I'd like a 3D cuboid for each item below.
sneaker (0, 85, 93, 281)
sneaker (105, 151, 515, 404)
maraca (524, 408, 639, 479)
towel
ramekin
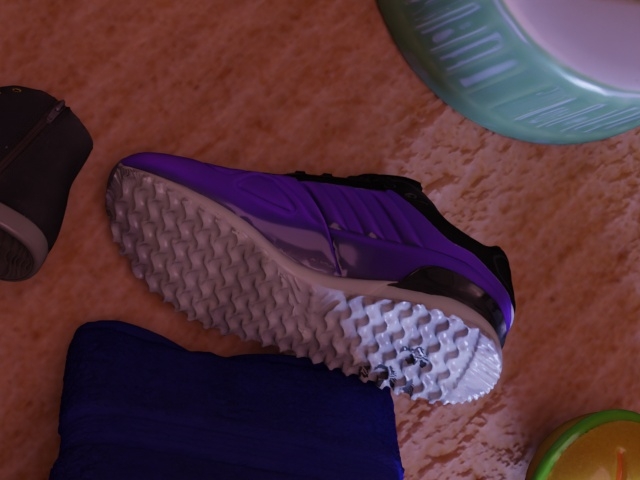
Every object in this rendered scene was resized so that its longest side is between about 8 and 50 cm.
[{"bbox_3d":[-0.259,-0.073,1.079,0.222,0.083,0.118,33,48,-16],"label":"sneaker"},{"bbox_3d":[0.000,0.001,1.161,0.293,0.102,0.146,24,44,4],"label":"sneaker"},{"bbox_3d":[0.213,0.198,1.221,0.127,0.099,0.186,-40,125,-6],"label":"maraca"},{"bbox_3d":[-0.057,0.168,1.035,0.227,0.308,0.076,10,117,-8],"label":"towel"},{"bbox_3d":[0.198,-0.223,1.192,0.303,0.148,0.303,0,89,-17],"label":"ramekin"}]
